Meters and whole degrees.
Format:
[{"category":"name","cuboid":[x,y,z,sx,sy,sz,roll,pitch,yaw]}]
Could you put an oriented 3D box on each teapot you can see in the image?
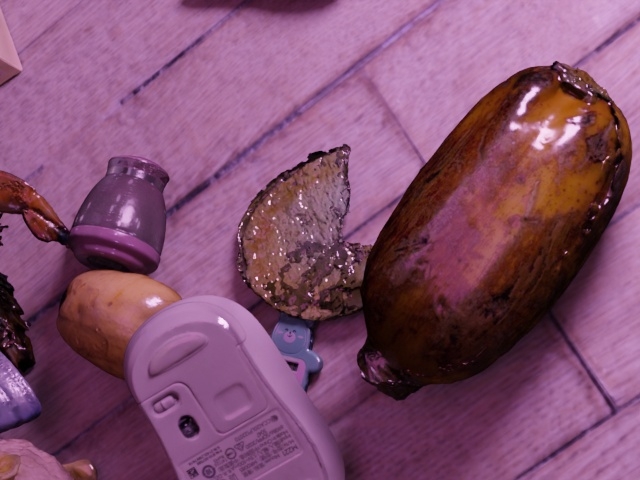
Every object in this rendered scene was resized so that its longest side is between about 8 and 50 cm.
[{"category":"teapot","cuboid":[-0.243,-0.029,1.736,0.116,0.148,0.146,18,69,-8]}]

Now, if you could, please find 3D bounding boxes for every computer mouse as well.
[{"category":"computer mouse","cuboid":[-0.099,0.202,1.565,0.184,0.121,0.297,-36,92,8]}]

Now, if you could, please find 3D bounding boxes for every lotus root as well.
[{"category":"lotus root","cuboid":[-0.220,0.104,1.665,0.220,0.125,0.118,17,55,28]},{"category":"lotus root","cuboid":[0.176,-0.007,1.470,0.196,0.179,0.397,38,93,31]}]

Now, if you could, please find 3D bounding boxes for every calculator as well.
[{"category":"calculator","cuboid":[-0.042,0.152,1.624,0.094,0.019,0.141,9,81,30]}]

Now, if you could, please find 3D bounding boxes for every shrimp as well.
[{"category":"shrimp","cuboid":[-0.385,0.031,1.718,0.222,0.054,0.290,-11,113,25]}]

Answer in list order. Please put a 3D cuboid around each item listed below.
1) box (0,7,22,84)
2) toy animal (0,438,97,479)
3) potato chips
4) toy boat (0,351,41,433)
[{"category":"box","cuboid":[-0.539,-0.259,1.932,0.212,0.095,0.168,-31,67,15]},{"category":"toy animal","cuboid":[-0.363,0.368,1.621,0.226,0.188,0.358,-42,55,13]},{"category":"potato chips","cuboid":[0.002,0.002,1.637,0.202,0.029,0.220,-44,58,2]},{"category":"toy boat","cuboid":[-0.459,0.168,1.758,0.283,0.078,0.127,24,126,35]}]
